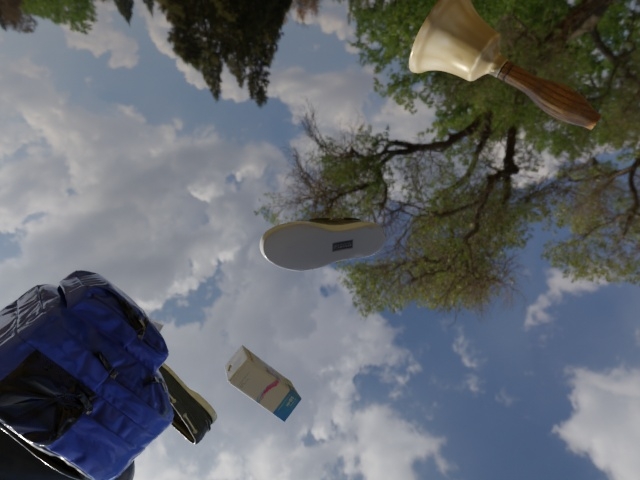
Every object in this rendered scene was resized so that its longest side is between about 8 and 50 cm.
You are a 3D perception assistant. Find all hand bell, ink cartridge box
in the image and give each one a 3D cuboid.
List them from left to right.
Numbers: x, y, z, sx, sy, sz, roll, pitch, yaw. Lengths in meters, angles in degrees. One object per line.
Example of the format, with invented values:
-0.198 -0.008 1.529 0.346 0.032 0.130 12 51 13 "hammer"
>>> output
-0.102 0.246 0.821 0.052 0.122 0.088 -52 -165 -7 "ink cartridge box"
0.250 -0.217 0.618 0.242 0.126 0.126 39 -133 15 "hand bell"

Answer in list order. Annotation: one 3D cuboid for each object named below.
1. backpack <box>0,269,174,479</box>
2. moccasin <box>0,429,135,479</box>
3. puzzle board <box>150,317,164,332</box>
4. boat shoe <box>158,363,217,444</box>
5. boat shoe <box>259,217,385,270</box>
-0.148 0.088 0.305 0.101 0.120 0.098 -40 -154 -16 "backpack"
-0.278 0.138 0.379 0.137 0.342 0.117 -15 -130 21 "moccasin"
-0.242 0.096 0.576 0.096 0.011 0.128 25 171 -12 "puzzle board"
-0.341 0.333 1.011 0.254 0.095 0.079 42 -141 -2 "boat shoe"
0.000 0.000 0.482 0.142 0.049 0.040 -3 -162 -31 "boat shoe"
